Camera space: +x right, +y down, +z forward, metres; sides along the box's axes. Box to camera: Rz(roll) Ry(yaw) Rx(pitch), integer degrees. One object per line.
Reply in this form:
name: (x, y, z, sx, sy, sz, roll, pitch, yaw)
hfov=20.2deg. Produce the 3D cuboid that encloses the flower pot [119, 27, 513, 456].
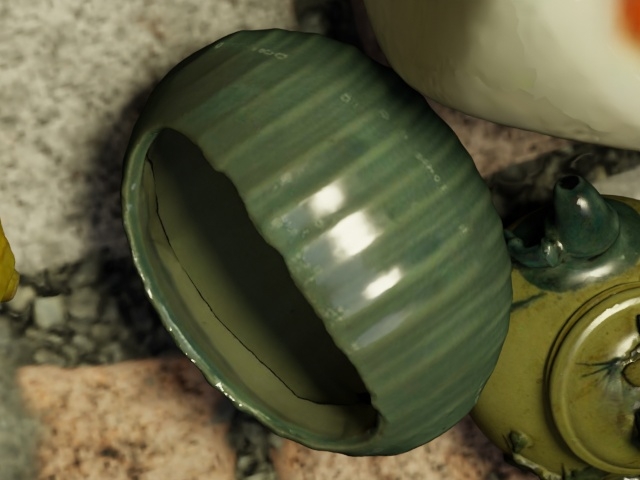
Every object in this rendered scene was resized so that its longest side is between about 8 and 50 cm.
flower pot: (0.000, 0.000, 0.971, 0.157, 0.189, 0.243, -42, 102, -39)

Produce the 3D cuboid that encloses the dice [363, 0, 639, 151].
dice: (0.192, -0.200, 0.903, 0.304, 0.304, 0.276, 2, 104, -14)

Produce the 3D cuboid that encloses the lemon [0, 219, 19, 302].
lemon: (-0.293, -0.030, 0.866, 0.310, 0.253, 0.253, 17, 100, -20)

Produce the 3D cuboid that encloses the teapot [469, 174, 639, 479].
teapot: (0.174, 0.079, 1.040, 0.173, 0.182, 0.269, -23, 110, -8)
